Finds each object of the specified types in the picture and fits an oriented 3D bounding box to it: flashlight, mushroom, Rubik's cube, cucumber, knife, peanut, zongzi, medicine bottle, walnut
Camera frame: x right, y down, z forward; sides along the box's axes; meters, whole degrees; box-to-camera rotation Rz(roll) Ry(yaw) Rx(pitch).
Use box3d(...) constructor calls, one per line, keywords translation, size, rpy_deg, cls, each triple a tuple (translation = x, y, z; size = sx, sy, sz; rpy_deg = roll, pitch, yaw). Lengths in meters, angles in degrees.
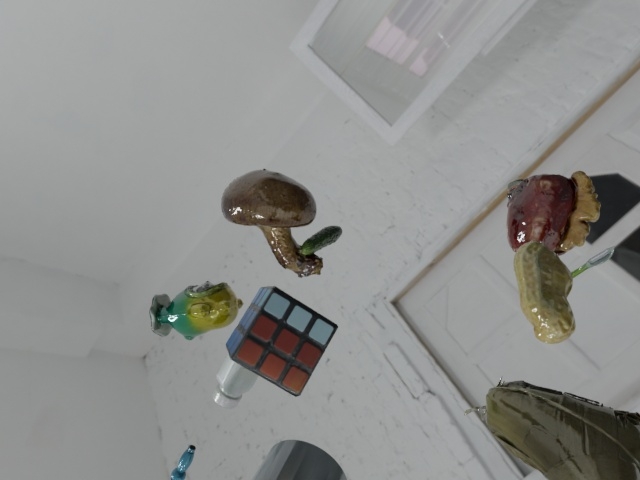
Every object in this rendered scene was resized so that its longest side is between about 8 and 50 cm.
box3d(translation=(-0.457, 0.750, 1.410), size=(0.051, 0.129, 0.051), rpy_deg=(27, -177, -1), cls="flashlight")
box3d(translation=(-0.174, -0.065, 1.439), size=(0.334, 0.356, 0.331), rpy_deg=(-2, -155, -31), cls="mushroom")
box3d(translation=(-0.086, 0.200, 0.874), size=(0.163, 0.160, 0.162), rpy_deg=(32, 167, -8), cls="Rubik's cube")
box3d(translation=(0.000, 0.000, 1.459), size=(0.069, 0.069, 0.227), rpy_deg=(46, -138, 12), cls="cucumber")
box3d(translation=(0.679, 0.072, 1.083), size=(0.026, 0.184, 0.022), rpy_deg=(43, -136, 6), cls="knife")
box3d(translation=(0.405, 0.091, 0.760), size=(0.093, 0.083, 0.194), rpy_deg=(4, -120, -7), cls="peanut")
box3d(translation=(0.583, 0.566, 1.142), size=(0.500, 0.218, 0.467), rpy_deg=(7, -167, 39), cls="zongzi")
box3d(translation=(-0.302, 0.491, 1.616), size=(0.161, 0.296, 0.111), rpy_deg=(17, -168, -46), cls="medicine bottle")
box3d(translation=(0.696, -0.072, 1.262), size=(0.244, 0.269, 0.222), rpy_deg=(5, 173, 41), cls="walnut")

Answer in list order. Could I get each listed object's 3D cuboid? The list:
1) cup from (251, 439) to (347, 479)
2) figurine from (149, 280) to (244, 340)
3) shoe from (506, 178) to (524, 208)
box3d(translation=(-0.064, 0.696, 0.959), size=(0.323, 0.237, 0.327), rpy_deg=(46, -152, 0), cls="cup")
box3d(translation=(-0.498, 0.289, 1.734), size=(0.323, 0.340, 0.231), rpy_deg=(16, -115, -78), cls="figurine")
box3d(translation=(0.771, -0.082, 1.525), size=(0.291, 0.114, 0.137), rpy_deg=(48, -127, -12), cls="shoe")
